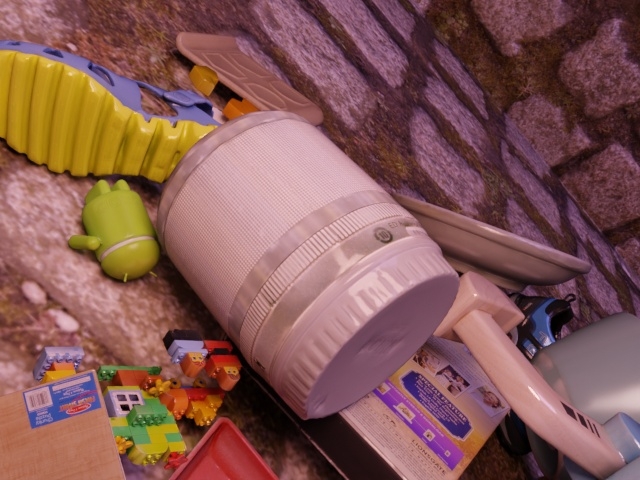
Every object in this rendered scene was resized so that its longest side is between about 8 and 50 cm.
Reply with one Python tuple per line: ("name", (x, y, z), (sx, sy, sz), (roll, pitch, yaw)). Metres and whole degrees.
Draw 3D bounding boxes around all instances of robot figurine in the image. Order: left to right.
("robot figurine", (-0.217, -0.008, 0.664), (0.101, 0.067, 0.115), (-8, 68, -54))

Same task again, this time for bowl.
("bowl", (0.420, 0.275, 0.951), (0.311, 0.163, 0.312), (-7, 90, -87))

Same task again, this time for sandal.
("sandal", (-0.233, -0.143, 0.713), (0.317, 0.126, 0.138), (19, 31, -33))

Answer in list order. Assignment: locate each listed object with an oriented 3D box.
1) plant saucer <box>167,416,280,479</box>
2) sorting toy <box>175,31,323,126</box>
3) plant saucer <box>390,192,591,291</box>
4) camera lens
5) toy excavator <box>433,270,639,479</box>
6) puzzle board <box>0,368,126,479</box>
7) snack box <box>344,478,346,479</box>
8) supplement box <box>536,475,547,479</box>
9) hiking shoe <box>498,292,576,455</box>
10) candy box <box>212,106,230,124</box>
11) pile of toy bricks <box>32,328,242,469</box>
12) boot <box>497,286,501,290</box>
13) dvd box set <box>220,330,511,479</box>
("plant saucer", (-0.084, 0.336, 0.539), (0.258, 0.047, 0.259), (52, 31, -5))
("sorting toy", (-0.126, -0.244, 0.973), (0.229, 0.041, 0.307), (41, 23, 3))
("plant saucer", (0.311, 0.017, 1.193), (0.400, 0.101, 0.400), (19, 6, -2))
("camera lens", (-0.022, 0.014, 0.639), (0.274, 0.219, 0.219), (46, 26, 27))
("toy excavator", (0.340, 0.264, 0.699), (0.445, 0.222, 0.433), (36, 22, -22))
("puzzle board", (-0.222, 0.162, 0.459), (0.128, 0.011, 0.096), (-15, 89, -16))
("snack box", (0.104, 0.359, 0.693), (0.187, 0.060, 0.322), (48, 20, -16))
("supplement box", (0.393, 0.481, 1.011), (0.080, 0.078, 0.233), (55, 32, 0))
("hiking shoe", (0.393, 0.238, 1.116), (0.113, 0.132, 0.304), (31, 61, -48))
("candy box", (-0.108, -0.081, 0.875), (0.165, 0.070, 0.196), (13, 51, -47))
("pile of toy bricks", (-0.153, 0.155, 0.534), (0.212, 0.118, 0.105), (10, 34, -44))
("boot", (0.265, 0.100, 1.183), (0.207, 0.090, 0.248), (45, 35, -17))
("dvd box set", (0.104, 0.167, 0.838), (0.307, 0.062, 0.420), (42, 26, 19))
